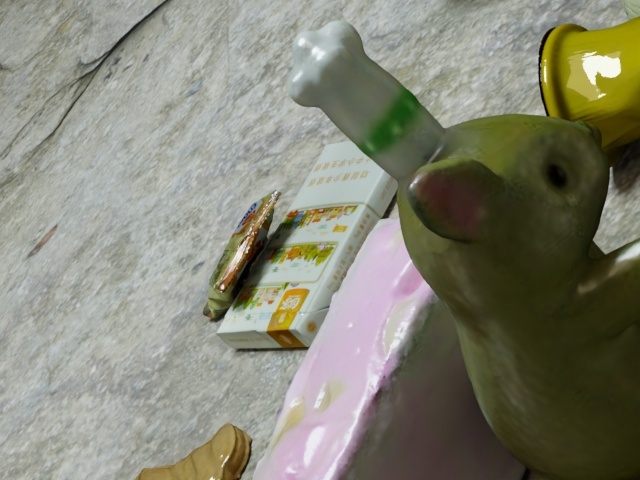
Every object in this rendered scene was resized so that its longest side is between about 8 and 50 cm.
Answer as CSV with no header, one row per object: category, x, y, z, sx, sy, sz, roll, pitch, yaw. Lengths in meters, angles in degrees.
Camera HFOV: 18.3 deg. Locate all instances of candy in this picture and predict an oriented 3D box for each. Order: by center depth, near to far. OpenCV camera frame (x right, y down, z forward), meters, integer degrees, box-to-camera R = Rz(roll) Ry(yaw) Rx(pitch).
candy,0.066,0.117,1.396,0.115,0.155,0.265,-3,51,49

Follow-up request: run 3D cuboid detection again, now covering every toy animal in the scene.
toy animal,0.140,-0.003,1.261,0.180,0.363,0.181,-35,30,-7

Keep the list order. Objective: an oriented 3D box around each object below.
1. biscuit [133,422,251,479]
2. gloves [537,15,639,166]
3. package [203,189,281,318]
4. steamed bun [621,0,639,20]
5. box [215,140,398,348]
biscuit,-0.146,0.253,1.658,0.250,0.035,0.162,-54,24,-8
gloves,0.313,-0.144,1.460,0.294,0.116,0.133,-18,80,35
package,-0.072,0.013,1.809,0.108,0.031,0.121,-62,0,-16
steamed bun,0.292,-0.219,1.582,0.130,0.091,0.112,-39,30,15
box,-0.001,-0.001,1.776,0.122,0.032,0.220,-5,48,52
